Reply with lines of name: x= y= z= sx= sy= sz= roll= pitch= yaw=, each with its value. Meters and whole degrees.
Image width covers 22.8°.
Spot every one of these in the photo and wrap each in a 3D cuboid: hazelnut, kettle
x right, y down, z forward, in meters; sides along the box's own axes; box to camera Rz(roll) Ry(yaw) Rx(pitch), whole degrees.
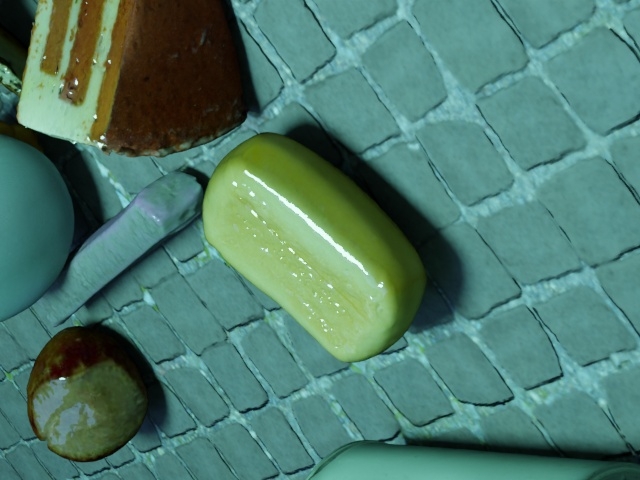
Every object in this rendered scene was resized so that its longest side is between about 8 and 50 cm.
hazelnut: x=-0.263 y=0.171 z=1.790 sx=0.143 sy=0.143 sz=0.154 roll=5 pitch=117 yaw=45
kettle: x=0.161 y=0.285 z=1.404 sx=0.318 sy=0.265 sz=0.205 roll=-3 pitch=87 yaw=48

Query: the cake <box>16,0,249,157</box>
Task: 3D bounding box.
cake: x=-0.191 y=-0.194 z=1.352 sx=0.158 sy=0.160 sz=0.262 roll=14 pitch=129 yaw=44

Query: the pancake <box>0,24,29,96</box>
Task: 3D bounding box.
pancake: x=-0.363 y=-0.222 z=1.558 sx=0.257 sy=0.056 sz=0.212 roll=41 pitch=177 yaw=-37

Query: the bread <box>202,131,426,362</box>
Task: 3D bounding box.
bread: x=0.000 y=0.000 z=1.370 sx=0.217 sy=0.098 sz=0.147 roll=43 pitch=143 yaw=7

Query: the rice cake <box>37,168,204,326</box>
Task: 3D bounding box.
rice cake: x=-0.214 y=0.011 z=1.639 sx=0.056 sy=0.073 sz=0.365 roll=51 pitch=146 yaw=-4

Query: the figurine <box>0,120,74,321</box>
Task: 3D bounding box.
figurine: x=-0.372 y=-0.006 z=1.721 sx=0.205 sy=0.224 sz=0.382 roll=55 pitch=172 yaw=0
